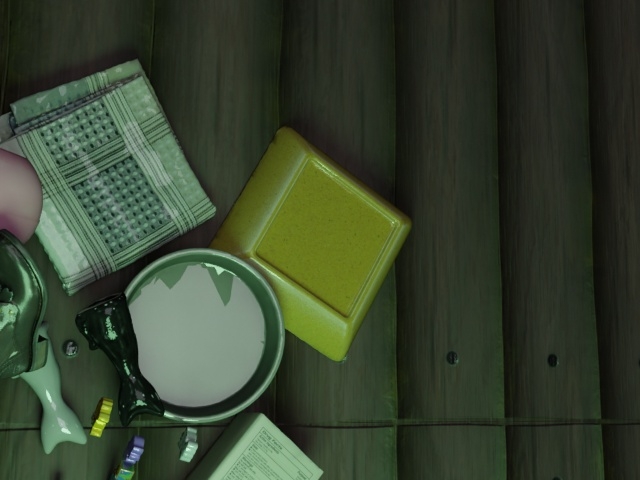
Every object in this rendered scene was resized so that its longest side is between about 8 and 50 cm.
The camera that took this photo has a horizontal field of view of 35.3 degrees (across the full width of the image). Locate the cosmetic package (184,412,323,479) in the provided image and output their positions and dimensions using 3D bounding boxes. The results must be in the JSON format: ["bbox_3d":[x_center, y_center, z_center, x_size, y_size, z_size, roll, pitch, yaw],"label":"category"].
[{"bbox_3d":[-0.159,0.454,1.678,0.160,0.113,0.309,47,65,-13],"label":"cosmetic package"}]

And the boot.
[{"bbox_3d":[-0.499,0.132,1.403,0.229,0.091,0.262,-25,127,-41],"label":"boot"}]

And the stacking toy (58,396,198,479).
[{"bbox_3d":[-0.314,0.363,1.602,0.167,0.052,0.221,23,111,-21],"label":"stacking toy"}]

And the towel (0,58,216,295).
[{"bbox_3d":[-0.366,-0.119,1.696,0.312,0.056,0.324,-30,95,-27],"label":"towel"}]

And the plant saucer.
[{"bbox_3d":[0.000,0.000,1.848,0.333,0.081,0.332,36,68,-18],"label":"plant saucer"}]

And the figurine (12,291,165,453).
[{"bbox_3d":[-0.377,0.217,1.596,0.215,0.092,0.209,-20,96,-3],"label":"figurine"}]

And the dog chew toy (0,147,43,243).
[{"bbox_3d":[-0.552,0.011,1.508,0.207,0.207,0.331,22,90,-22],"label":"dog chew toy"}]

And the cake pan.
[{"bbox_3d":[-0.208,0.159,1.708,0.293,0.054,0.293,1,87,-17],"label":"cake pan"}]
